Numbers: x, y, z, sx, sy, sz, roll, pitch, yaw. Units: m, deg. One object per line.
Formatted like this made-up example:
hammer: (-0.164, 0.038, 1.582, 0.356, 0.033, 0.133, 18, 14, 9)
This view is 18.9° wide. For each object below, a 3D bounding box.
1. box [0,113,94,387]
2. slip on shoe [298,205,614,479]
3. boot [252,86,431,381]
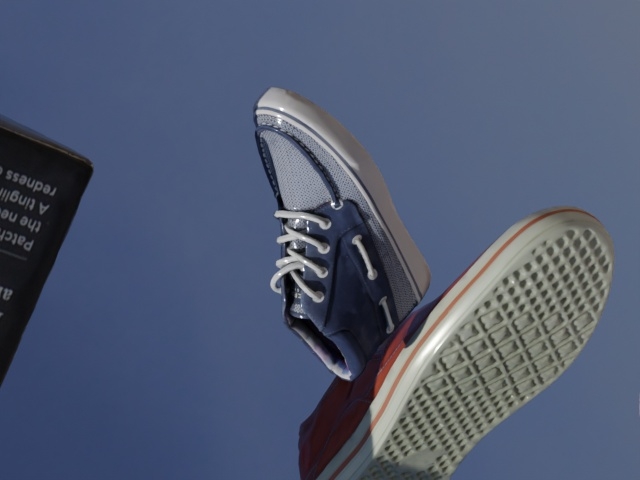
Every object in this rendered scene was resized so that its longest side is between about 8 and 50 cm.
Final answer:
box: (-0.440, 0.069, 1.172, 0.297, 0.471, 0.480, 24, -179, -36)
slip on shoe: (0.077, 0.082, 1.297, 0.123, 0.331, 0.101, 7, -133, -31)
boot: (0.000, 0.000, 1.160, 0.086, 0.069, 0.190, -54, -50, -23)
